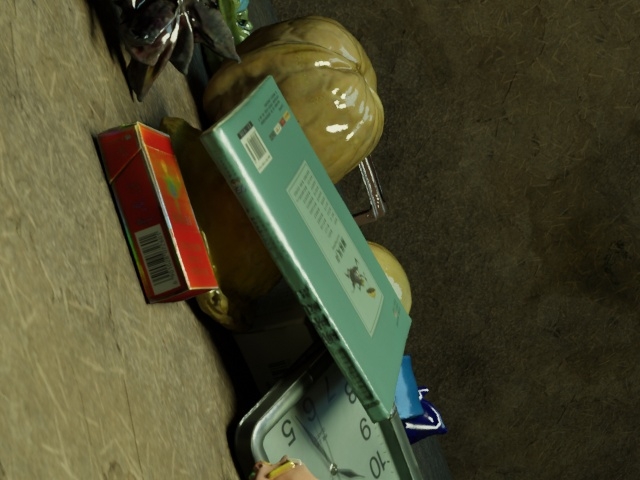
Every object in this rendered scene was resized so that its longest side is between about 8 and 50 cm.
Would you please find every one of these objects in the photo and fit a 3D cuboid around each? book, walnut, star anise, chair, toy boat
[{"bbox_3d":[0.000,0.000,1.307,0.379,0.031,0.264,60,20,-12],"label":"book"},{"bbox_3d":[-0.039,-0.199,1.692,0.285,0.285,0.296,63,21,-49],"label":"walnut"},{"bbox_3d":[-0.200,-0.280,1.285,0.212,0.129,0.283,65,15,2],"label":"star anise"},{"bbox_3d":[0.071,-0.022,2.461,0.175,0.183,0.326,-53,123,-81],"label":"chair"},{"bbox_3d":[-0.161,-0.347,1.951,0.111,0.084,0.276,67,10,-48],"label":"toy boat"}]

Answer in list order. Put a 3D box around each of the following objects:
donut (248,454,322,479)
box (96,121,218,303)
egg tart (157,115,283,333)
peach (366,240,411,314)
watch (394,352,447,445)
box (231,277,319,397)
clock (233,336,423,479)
[{"bbox_3d":[0.002,0.331,1.123,0.233,0.085,0.199,43,39,-53],"label":"donut"},{"bbox_3d":[-0.163,-0.025,1.119,0.112,0.048,0.175,15,57,-80],"label":"box"},{"bbox_3d":[-0.111,-0.027,1.312,0.288,0.118,0.288,-18,90,-80],"label":"egg tart"},{"bbox_3d":[0.033,0.078,1.799,0.232,0.233,0.232,-19,90,-83],"label":"peach"},{"bbox_3d":[0.080,0.249,1.715,0.200,0.196,0.171,86,-19,-77],"label":"watch"},{"bbox_3d":[-0.010,0.123,1.517,0.299,0.106,0.200,-75,146,-62],"label":"box"},{"bbox_3d":[0.014,0.267,1.309,0.273,0.049,0.278,-41,116,-50],"label":"clock"}]
